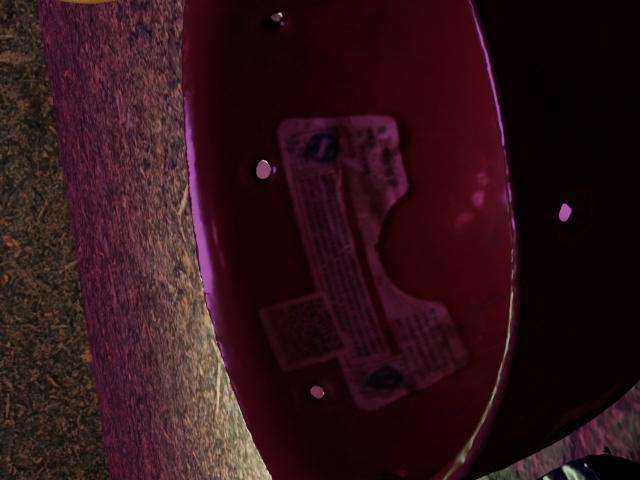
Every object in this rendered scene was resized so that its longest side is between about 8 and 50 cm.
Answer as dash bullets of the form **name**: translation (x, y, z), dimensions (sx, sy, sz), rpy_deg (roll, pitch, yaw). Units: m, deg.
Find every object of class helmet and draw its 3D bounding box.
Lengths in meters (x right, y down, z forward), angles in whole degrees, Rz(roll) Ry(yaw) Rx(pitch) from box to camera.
- **helmet**: translation (0.087, -0.036, 0.718), dimensions (0.385, 0.230, 0.337), rpy_deg (132, 127, -58)

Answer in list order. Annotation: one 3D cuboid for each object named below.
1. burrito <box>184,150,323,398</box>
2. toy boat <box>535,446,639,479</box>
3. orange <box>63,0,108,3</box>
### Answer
- **burrito**: translation (0.001, 0.002, 1.139), dimensions (0.332, 0.135, 0.190), rpy_deg (62, 144, 37)
- **toy boat**: translation (0.167, 0.259, 0.829), dimensions (0.219, 0.072, 0.318), rpy_deg (59, 143, 35)
- **orange**: translation (-0.224, -0.383, 1.337), dimensions (0.312, 0.312, 0.312), rpy_deg (169, 90, -72)
